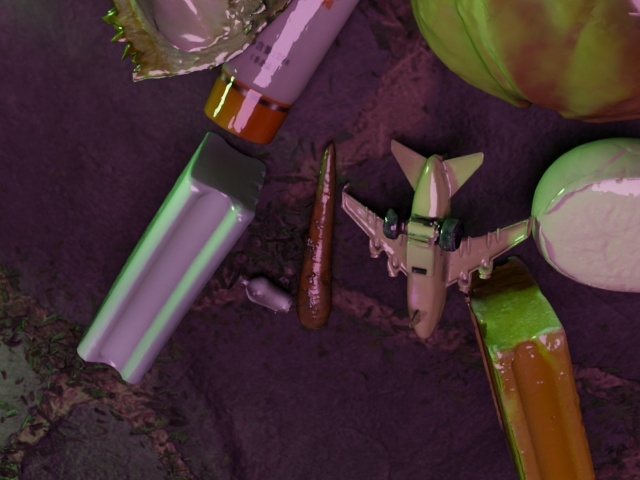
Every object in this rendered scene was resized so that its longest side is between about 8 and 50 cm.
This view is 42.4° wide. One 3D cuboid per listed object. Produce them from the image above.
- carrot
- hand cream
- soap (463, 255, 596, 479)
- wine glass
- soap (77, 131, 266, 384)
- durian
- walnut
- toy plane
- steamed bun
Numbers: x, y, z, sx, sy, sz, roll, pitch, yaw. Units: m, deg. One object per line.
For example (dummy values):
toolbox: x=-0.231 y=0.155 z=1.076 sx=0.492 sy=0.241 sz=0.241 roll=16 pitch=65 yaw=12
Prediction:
carrot: x=0.000 y=0.000 z=1.015 sx=0.049 sy=0.049 sz=0.254 roll=6 pitch=113 yaw=-1
hand cream: x=-0.014 y=-0.253 z=0.870 sx=0.140 sy=0.089 sz=0.314 roll=28 pitch=107 yaw=2
soap: x=0.262 y=0.198 z=1.021 sx=0.091 sy=0.199 sz=0.314 roll=-17 pitch=114 yaw=7
wine glass: x=-0.074 y=0.064 z=1.049 sx=0.083 sy=0.039 sz=0.042 roll=31 pitch=135 yaw=-15
soap: x=-0.172 y=0.019 z=0.965 sx=0.088 sy=0.159 sz=0.265 roll=31 pitch=114 yaw=-12
durian: x=-0.073 y=-0.320 z=0.763 sx=0.394 sy=0.163 sz=0.198 roll=-36 pitch=84 yaw=12
walnut: x=0.254 y=-0.286 z=0.704 sx=0.384 sy=0.383 sz=0.383 roll=1 pitch=117 yaw=2
toy plane: x=0.126 y=0.008 z=0.967 sx=0.229 sy=0.092 sz=0.244 roll=11 pitch=109 yaw=24
steamed bun: x=0.355 y=-0.035 z=0.933 sx=0.228 sy=0.130 sz=0.177 roll=9 pitch=129 yaw=7
